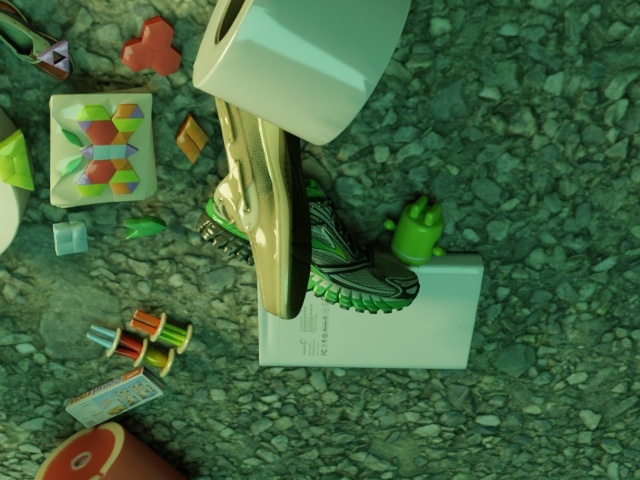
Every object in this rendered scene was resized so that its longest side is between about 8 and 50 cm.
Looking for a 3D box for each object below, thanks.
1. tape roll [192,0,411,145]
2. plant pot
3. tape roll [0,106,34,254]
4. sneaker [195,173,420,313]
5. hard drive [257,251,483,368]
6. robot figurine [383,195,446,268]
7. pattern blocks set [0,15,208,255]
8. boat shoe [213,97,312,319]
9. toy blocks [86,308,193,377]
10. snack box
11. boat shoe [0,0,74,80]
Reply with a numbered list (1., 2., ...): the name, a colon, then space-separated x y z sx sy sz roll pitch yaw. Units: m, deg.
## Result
1. tape roll: -0.024 -0.256 1.123 0.169 0.246 0.246 23 126 -18
2. plant pot: -0.376 0.483 1.742 0.274 0.275 0.243 -22 116 17
3. tape roll: -0.557 -0.088 1.349 0.286 0.100 0.286 0 129 0
4. sneaker: 0.000 0.000 1.391 0.343 0.134 0.146 26 98 -13
5. hard drive: 0.075 0.117 1.561 0.352 0.047 0.233 1 129 -1
6. robot figurine: 0.146 -0.009 1.442 0.101 0.067 0.115 28 128 13
7. pattern blocks set: -0.295 -0.127 1.303 0.285 0.026 0.325 -18 129 -13
8. boat shoe: -0.081 -0.061 1.284 0.110 0.341 0.121 -6 175 12
9. toy blocks: -0.304 0.159 1.586 0.148 0.054 0.123 25 126 -19
10. snack box: -0.369 0.283 1.709 0.178 0.022 0.064 -26 124 20
11. boat shoe: -0.381 -0.256 1.248 0.049 0.043 0.137 -31 125 20
